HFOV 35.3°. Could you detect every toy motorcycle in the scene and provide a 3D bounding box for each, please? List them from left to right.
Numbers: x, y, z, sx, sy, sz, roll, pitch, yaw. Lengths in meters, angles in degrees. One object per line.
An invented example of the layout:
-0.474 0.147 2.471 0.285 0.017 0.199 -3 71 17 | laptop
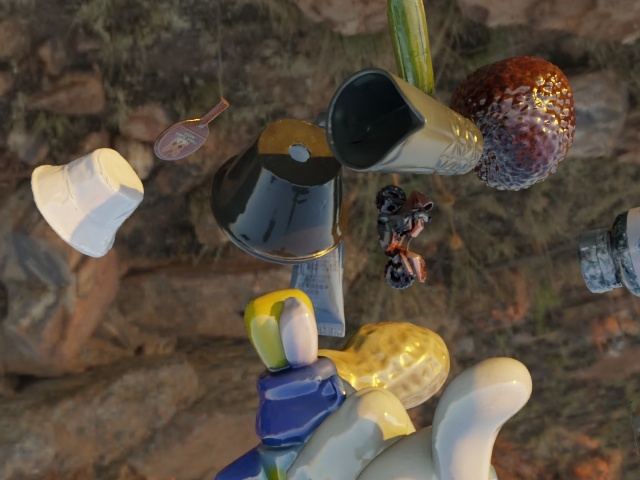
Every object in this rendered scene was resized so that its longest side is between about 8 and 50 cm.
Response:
0.174 -0.012 2.006 0.118 0.213 0.084 -9 170 21 | toy motorcycle

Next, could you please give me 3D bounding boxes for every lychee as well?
0.369 -0.228 1.936 0.260 0.261 0.261 -7 151 -4 | lychee

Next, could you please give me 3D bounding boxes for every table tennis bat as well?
-0.260 -0.244 1.884 0.170 0.119 0.107 -38 155 16 | table tennis bat

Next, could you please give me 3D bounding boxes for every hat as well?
-0.389 -0.082 1.745 0.126 0.203 0.203 -33 144 20 | hat

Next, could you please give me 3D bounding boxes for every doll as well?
0.049 0.223 0.958 0.187 0.365 0.376 5 107 -43 | doll

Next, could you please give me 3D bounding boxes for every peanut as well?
0.060 0.206 1.510 0.305 0.147 0.147 -20 157 -27 | peanut

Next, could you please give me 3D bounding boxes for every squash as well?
0.163 -0.365 1.830 0.069 0.069 0.239 -11 117 3 | squash

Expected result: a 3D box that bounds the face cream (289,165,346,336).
0.000 0.000 2.058 0.135 0.385 0.086 4 178 15 | face cream

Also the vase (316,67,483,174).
0.136 -0.173 1.608 0.251 0.156 0.300 10 -178 38 | vase

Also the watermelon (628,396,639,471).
0.627 0.307 1.582 0.264 0.151 0.302 -14 -164 23 | watermelon

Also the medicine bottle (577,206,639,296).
0.548 0.007 1.535 0.293 0.141 0.141 -14 152 30 | medicine bottle

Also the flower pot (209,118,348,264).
-0.056 -0.109 1.806 0.269 0.269 0.166 2 140 -19 | flower pot
